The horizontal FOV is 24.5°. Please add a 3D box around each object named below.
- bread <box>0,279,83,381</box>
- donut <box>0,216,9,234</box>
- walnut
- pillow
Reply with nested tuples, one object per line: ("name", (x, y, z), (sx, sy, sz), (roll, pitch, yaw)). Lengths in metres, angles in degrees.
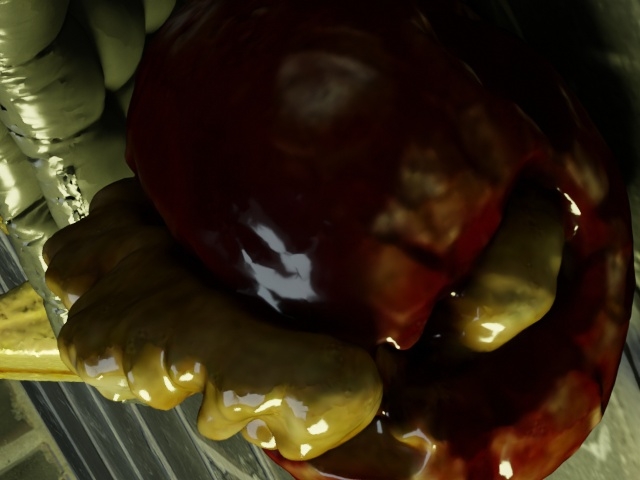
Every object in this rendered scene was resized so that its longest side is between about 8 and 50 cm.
("bread", (-0.130, 0.081, 1.077), (0.163, 0.264, 0.167), (56, 167, 5))
("donut", (-0.210, -0.051, 1.259), (0.208, 0.128, 0.261), (54, 161, 3))
("walnut", (-0.005, 0.001, 0.660), (0.269, 0.244, 0.221), (28, 148, 55))
("pillow", (-0.114, -0.090, 0.816), (0.101, 0.228, 0.326), (6, 135, 22))
